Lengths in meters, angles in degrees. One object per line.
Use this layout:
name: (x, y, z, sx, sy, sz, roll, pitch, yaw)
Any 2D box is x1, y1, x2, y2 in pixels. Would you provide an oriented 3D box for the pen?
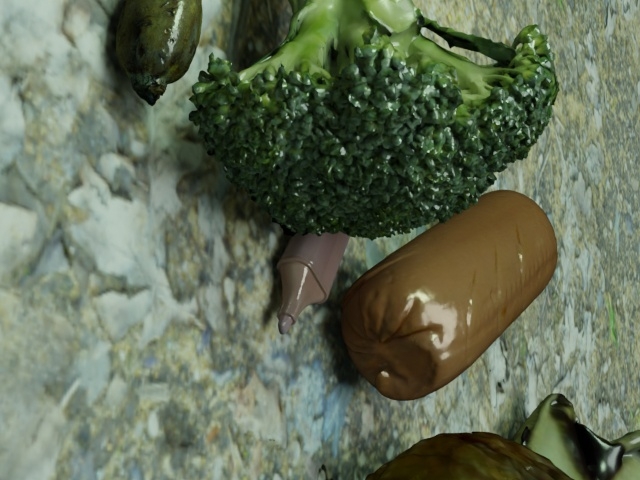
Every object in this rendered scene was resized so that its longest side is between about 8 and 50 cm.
pen: (0.000, 0.000, 0.847, 0.053, 0.032, 0.197, 62, 36, -35)

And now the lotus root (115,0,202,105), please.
lotus root: (-0.104, -0.134, 0.671, 0.049, 0.054, 0.099, 45, 49, -55)

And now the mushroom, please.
mushroom: (0.278, 0.319, 1.184, 0.217, 0.212, 0.292, 35, 58, 3)

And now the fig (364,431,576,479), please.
fig: (0.204, 0.296, 0.838, 0.286, 0.368, 0.286, -2, 90, -69)

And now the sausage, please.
sausage: (0.124, 0.043, 0.959, 0.304, 0.121, 0.121, -31, 113, -53)

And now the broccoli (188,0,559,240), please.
broccoli: (0.039, -0.166, 0.790, 0.252, 0.221, 0.361, 23, 55, -20)
